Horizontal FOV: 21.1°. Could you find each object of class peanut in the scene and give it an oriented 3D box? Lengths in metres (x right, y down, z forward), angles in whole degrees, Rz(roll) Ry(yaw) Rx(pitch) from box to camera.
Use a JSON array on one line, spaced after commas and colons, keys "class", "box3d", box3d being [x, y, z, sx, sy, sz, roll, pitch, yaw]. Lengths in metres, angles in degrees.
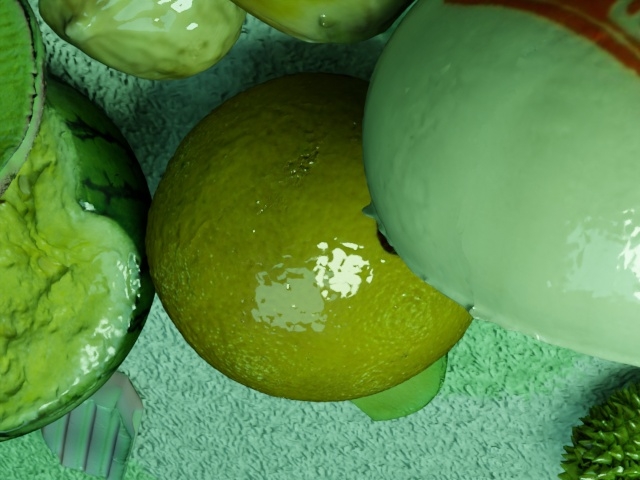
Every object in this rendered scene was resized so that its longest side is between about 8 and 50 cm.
[{"class": "peanut", "box3d": [-0.132, -0.189, 1.325, 0.159, 0.109, 0.140, 18, 152, -25]}]

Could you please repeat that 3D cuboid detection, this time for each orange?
[{"class": "orange", "box3d": [0.000, 0.000, 1.373, 0.274, 0.274, 0.274, 10, 139, 9]}]

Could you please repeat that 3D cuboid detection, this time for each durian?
[{"class": "durian", "box3d": [0.331, 0.210, 1.569, 0.237, 0.176, 0.200, -22, 107, 51]}]

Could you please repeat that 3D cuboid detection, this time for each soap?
[{"class": "soap", "box3d": [-0.243, 0.189, 1.830, 0.100, 0.056, 0.149, 16, 141, -1]}]

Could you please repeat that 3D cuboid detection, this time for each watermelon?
[{"class": "watermelon", "box3d": [-0.254, 0.012, 1.489, 0.331, 0.330, 0.189, -24, 154, 38]}]

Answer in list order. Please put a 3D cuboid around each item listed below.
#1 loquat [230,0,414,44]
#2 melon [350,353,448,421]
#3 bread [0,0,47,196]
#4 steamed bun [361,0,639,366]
[{"class": "loquat", "box3d": [-0.016, -0.238, 1.176, 0.227, 0.179, 0.179, 39, 136, -15]}, {"class": "melon", "box3d": [0.065, 0.094, 1.610, 0.118, 0.064, 0.209, 20, 142, -4]}, {"class": "bread", "box3d": [-0.294, -0.110, 1.403, 0.228, 0.228, 0.033, -22, 156, 37]}, {"class": "steamed bun", "box3d": [0.219, -0.088, 1.134, 0.374, 0.374, 0.241, 15, 118, 4]}]
